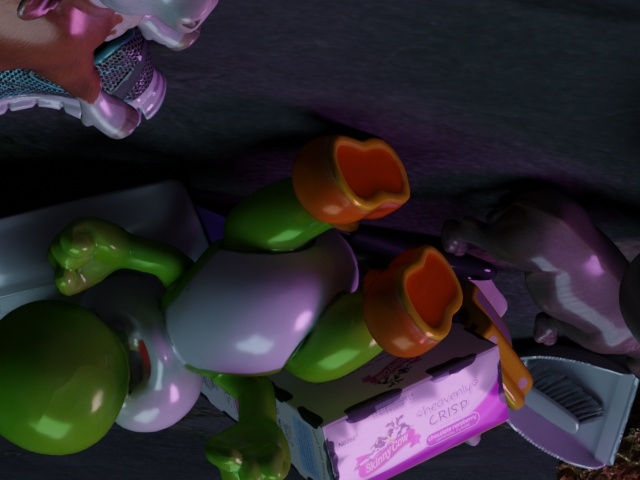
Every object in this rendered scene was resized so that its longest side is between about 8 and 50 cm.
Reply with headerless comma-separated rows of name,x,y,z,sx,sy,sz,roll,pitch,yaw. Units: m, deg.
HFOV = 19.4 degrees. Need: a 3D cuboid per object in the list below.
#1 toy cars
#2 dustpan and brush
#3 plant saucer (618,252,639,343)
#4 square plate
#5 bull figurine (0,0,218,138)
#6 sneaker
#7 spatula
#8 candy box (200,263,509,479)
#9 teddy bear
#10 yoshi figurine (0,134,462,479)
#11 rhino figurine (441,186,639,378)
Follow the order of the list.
toy cars,0.105,0.090,1.665,0.176,0.087,0.393,42,166,6
dustpan and brush,0.200,0.145,1.864,0.211,0.060,0.147,31,138,23
plant saucer,0.389,0.025,1.151,0.400,0.100,0.400,4,-161,-1
square plate,-0.245,0.078,1.523,0.347,0.049,0.344,-14,156,1
bull figurine,-0.174,-0.119,0.966,0.310,0.101,0.188,0,157,23
sneaker,-0.176,-0.113,1.109,0.166,0.065,0.076,1,148,0
spatula,0.000,0.000,1.489,0.296,0.030,0.084,8,164,-11
candy box,0.014,0.100,1.450,0.159,0.071,0.233,-22,-153,-23
teddy bear,0.402,0.207,2.022,0.338,0.113,0.245,2,173,-21
yoshi figurine,-0.099,0.067,1.313,0.362,0.203,0.203,-25,137,29
rhino figurine,0.208,0.048,1.391,0.243,0.073,0.106,42,154,-18
